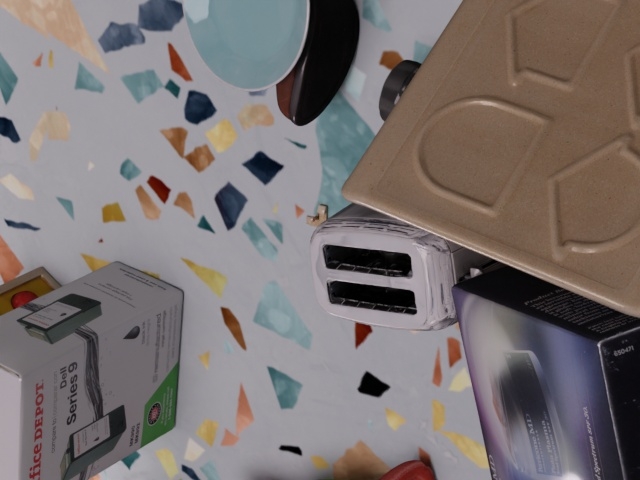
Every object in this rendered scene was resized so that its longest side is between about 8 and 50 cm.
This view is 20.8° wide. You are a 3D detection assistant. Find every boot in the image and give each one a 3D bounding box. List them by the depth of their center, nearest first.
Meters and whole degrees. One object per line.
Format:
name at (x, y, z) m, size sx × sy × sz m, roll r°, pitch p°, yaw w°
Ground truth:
boot at (-0.097, -0.278, 1.878) m, size 0.280 × 0.096 × 0.264 m, roll 18°, pitch 119°, yaw 32°

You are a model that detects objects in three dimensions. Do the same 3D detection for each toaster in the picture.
toaster at (0.090, 0.016, 1.825) m, size 0.227 × 0.146 × 0.129 m, roll 8°, pitch 112°, yaw 35°

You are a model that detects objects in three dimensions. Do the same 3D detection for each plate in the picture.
plate at (-0.073, -0.249, 1.809) m, size 0.188 × 0.024 × 0.188 m, roll 11°, pitch 106°, yaw 41°

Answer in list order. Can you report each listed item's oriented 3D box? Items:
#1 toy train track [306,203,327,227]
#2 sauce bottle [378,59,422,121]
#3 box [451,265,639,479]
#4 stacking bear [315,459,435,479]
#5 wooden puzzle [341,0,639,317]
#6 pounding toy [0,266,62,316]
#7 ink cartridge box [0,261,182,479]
toy train track at (0.000, 0.000, 1.974) m, size 0.048 × 0.014 × 0.083 m, roll 16°, pitch 118°, yaw 32°
sauce bottle at (0.215, -0.091, 1.706) m, size 0.344 × 0.111 × 0.111 m, roll 23°, pitch 121°, yaw 26°
box at (0.285, 0.178, 1.646) m, size 0.294 × 0.183 × 0.296 m, roll -159°, pitch 54°, yaw -68°
stacking bear at (-0.012, 0.352, 2.046) m, size 0.289 × 0.164 × 0.175 m, roll -1°, pitch 108°, yaw 42°
wooden puzzle at (0.237, -0.104, 1.602) m, size 0.348 × 0.322 × 0.080 m, roll 21°, pitch 159°, yaw 31°
pounding toy at (-0.413, 0.112, 2.209) m, size 0.181 × 0.206 × 0.094 m, roll 44°, pitch 129°, yaw 15°
ink cartridge box at (-0.307, 0.179, 2.101) m, size 0.122 × 0.289 × 0.211 m, roll 22°, pitch 121°, yaw 29°
